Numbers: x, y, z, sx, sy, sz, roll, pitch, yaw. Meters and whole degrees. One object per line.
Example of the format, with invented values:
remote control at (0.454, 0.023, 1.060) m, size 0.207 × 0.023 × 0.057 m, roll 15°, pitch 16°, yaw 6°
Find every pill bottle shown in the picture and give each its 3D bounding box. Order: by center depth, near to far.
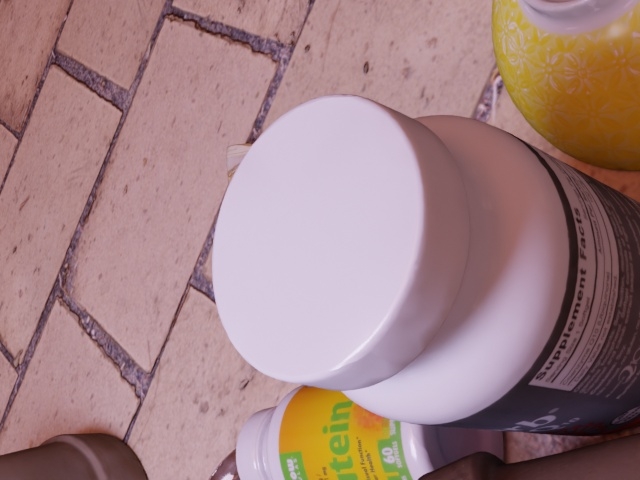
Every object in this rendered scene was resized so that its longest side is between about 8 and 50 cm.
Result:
pill bottle at (0.114, 0.031, 0.607) m, size 0.210 × 0.363 × 0.210 m, roll -15°, pitch 68°, yaw 42°
pill bottle at (0.036, 0.197, 0.800) m, size 0.246 × 0.136 × 0.136 m, roll -19°, pitch 66°, yaw 40°

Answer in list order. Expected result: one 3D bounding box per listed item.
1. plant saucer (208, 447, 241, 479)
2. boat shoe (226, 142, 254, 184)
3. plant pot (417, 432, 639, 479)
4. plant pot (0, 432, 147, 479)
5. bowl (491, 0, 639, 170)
plant saucer at (-0.090, 0.307, 0.936) m, size 0.168 × 0.029 × 0.168 m, roll -39°, pitch 31°, yaw 29°
boat shoe at (-0.060, -0.091, 1.034) m, size 0.170 × 0.063 × 0.059 m, roll -1°, pitch 80°, yaw 54°
plant pot at (0.220, 0.229, 0.560) m, size 0.229 × 0.263 × 0.263 m, roll -33°, pitch 56°, yaw 13°
plant pot at (-0.421, 0.413, 1.090) m, size 0.323 × 0.280 × 0.323 m, roll -14°, pitch 70°, yaw 43°
bowl at (0.247, -0.217, 0.695) m, size 0.290 × 0.156 × 0.289 m, roll -15°, pitch 68°, yaw 42°
